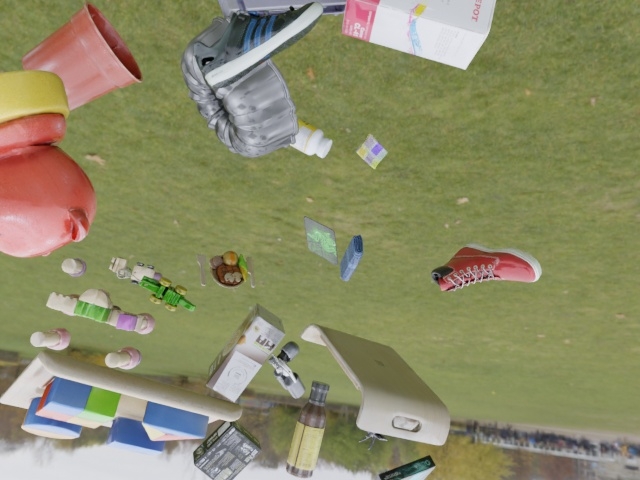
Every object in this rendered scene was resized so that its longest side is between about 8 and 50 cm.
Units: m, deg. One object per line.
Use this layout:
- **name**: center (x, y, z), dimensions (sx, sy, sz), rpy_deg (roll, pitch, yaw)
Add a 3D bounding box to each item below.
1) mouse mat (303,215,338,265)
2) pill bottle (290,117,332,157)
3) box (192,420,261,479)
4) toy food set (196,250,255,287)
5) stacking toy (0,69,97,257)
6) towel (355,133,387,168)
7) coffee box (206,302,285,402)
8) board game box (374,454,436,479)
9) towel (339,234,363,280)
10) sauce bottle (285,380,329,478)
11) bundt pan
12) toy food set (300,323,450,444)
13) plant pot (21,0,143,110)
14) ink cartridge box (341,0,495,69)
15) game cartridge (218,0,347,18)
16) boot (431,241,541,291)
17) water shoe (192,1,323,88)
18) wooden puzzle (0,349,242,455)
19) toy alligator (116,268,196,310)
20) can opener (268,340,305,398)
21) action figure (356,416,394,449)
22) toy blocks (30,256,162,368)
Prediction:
- **mouse mat**: center (0.000, 0.000, 1.875), dimensions (0.007, 0.152, 0.190), rpy_deg (-26, -146, -31)
- **pill bottle**: center (-0.054, -0.376, 1.838), dimensions (0.184, 0.103, 0.103), rpy_deg (30, 163, 10)
- **box**: center (-0.320, 0.723, 1.718), dimensions (0.147, 0.180, 0.077), rpy_deg (48, 173, -18)
- **toy food set**: center (-0.299, 0.092, 1.638), dimensions (0.192, 0.132, 0.038), rpy_deg (4, 148, -31)
- **stacking toy**: center (-0.351, -0.008, 0.426), dimensions (0.280, 0.130, 0.309), rpy_deg (-32, -166, -37)
- **towel**: center (0.132, -0.228, 1.287), dimensions (0.083, 0.060, 0.009), rpy_deg (39, -177, -36)
- **coffee box**: center (-0.217, 0.321, 1.457), dimensions (0.098, 0.246, 0.141), rpy_deg (36, -179, -12)
- **board game box**: center (0.147, 0.511, 1.029), dimensions (0.126, 0.026, 0.186), rpy_deg (-8, 136, -26)
- **towel**: center (0.080, 0.046, 1.262), dimensions (0.029, 0.067, 0.119), rpy_deg (10, 138, -12)
- **sauce bottle**: center (-0.038, 0.710, 1.900), dimensions (0.112, 0.344, 0.111), rpy_deg (16, 171, 3)
- **bundt pan**: center (-0.201, -0.326, 1.152), dimensions (0.331, 0.124, 0.330), rpy_deg (44, 160, 20)
- **toy food set**: center (0.100, 0.291, 1.036), dimensions (0.220, 0.092, 0.306), rpy_deg (22, -170, -29)
- **plant pot**: center (-0.759, -0.560, 1.587), dimensions (0.265, 0.272, 0.272), rpy_deg (-29, 155, 2)
- **ink cartridge box**: center (0.224, -0.546, 1.127), dimensions (0.307, 0.225, 0.131), rpy_deg (18, 162, -1)
- **game cartridge**: center (-0.088, -0.636, 1.184), dimensions (0.355, 0.230, 0.068), rpy_deg (-16, 168, -25)
- **boot**: center (0.394, 0.086, 1.227), dimensions (0.176, 0.088, 0.244), rpy_deg (-30, -160, -23)
- **water shoe**: center (-0.093, -0.305, 0.732), dimensions (0.203, 0.080, 0.073), rpy_deg (-32, -168, 4)
- **wooden puzzle**: center (-0.353, 0.299, 0.856), dimensions (0.322, 0.080, 0.348), rpy_deg (26, 143, -29)
- **toy alligator**: center (-0.371, 0.108, 1.148), dimensions (0.190, 0.056, 0.051), rpy_deg (30, -178, -16)
- **can opener**: center (-0.074, 0.354, 1.370), dimensions (0.076, 0.095, 0.283), rpy_deg (38, 162, 23)
- **action figure**: center (0.220, 0.576, 1.725), dimensions (0.141, 0.275, 0.164), rpy_deg (10, -173, -30)
- **toy blocks**: center (-0.634, 0.208, 1.518), dimensions (0.289, 0.308, 0.260), rpy_deg (15, 170, 3)
